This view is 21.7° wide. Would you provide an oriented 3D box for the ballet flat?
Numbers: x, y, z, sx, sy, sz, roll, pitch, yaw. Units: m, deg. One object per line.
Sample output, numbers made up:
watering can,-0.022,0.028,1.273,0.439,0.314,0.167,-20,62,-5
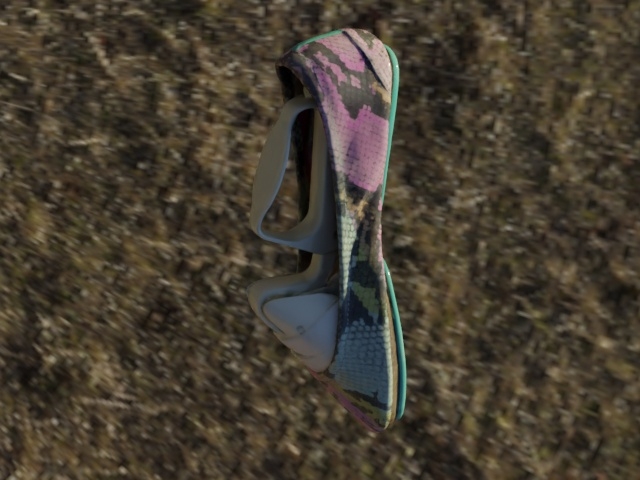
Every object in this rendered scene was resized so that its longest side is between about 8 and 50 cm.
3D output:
ballet flat,0.000,0.000,0.874,0.079,0.077,0.221,-10,110,-25
